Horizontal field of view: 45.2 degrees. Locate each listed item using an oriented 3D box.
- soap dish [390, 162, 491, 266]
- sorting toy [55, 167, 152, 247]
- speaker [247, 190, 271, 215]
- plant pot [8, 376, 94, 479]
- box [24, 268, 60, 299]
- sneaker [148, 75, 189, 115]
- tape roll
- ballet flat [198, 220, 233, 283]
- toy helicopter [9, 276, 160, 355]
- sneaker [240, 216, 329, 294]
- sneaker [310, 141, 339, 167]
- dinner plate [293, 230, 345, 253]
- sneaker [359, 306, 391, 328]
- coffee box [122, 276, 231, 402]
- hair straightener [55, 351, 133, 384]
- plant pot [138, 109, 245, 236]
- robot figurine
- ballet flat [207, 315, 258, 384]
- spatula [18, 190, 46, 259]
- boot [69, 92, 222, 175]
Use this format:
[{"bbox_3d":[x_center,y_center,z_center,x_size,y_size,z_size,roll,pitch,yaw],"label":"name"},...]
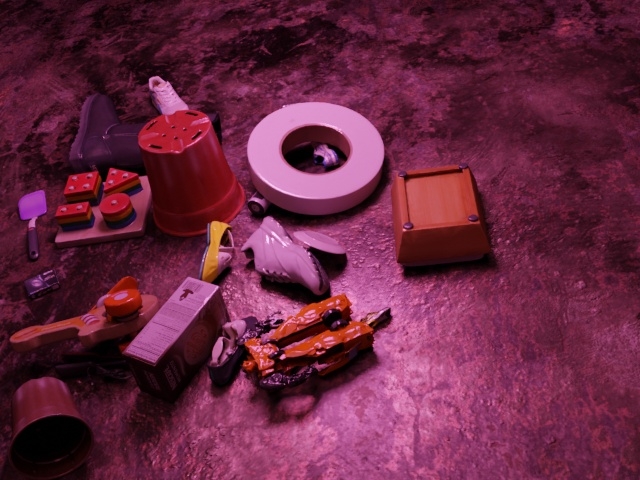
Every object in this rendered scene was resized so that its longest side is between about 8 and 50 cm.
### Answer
[{"bbox_3d":[0.295,-0.071,1.935,0.228,0.118,0.291,-6,41,7],"label":"soap dish"},{"bbox_3d":[-0.628,-0.112,2.225,0.255,0.089,0.257,-8,41,5],"label":"sorting toy"},{"bbox_3d":[-0.149,-0.132,2.158,0.055,0.055,0.136,12,46,25],"label":"speaker"},{"bbox_3d":[-0.576,0.384,1.620,0.166,0.167,0.165,-25,35,-14],"label":"plant pot"},{"bbox_3d":[-0.741,0.117,2.051,0.083,0.018,0.067,-24,43,-13],"label":"box"},{"bbox_3d":[-0.521,-0.479,2.605,0.087,0.092,0.228,-30,46,-22],"label":"sneaker"},{"bbox_3d":[-0.014,-0.238,2.165,0.391,0.072,0.392,1,51,-1],"label":"tape roll"},{"bbox_3d":[-0.266,0.031,1.996,0.077,0.077,0.231,6,40,-5],"label":"ballet flat"},{"bbox_3d":[-0.555,0.191,1.822,0.354,0.140,0.235,-14,21,0],"label":"toy helicopter"},{"bbox_3d":[-0.086,0.061,1.913,0.129,0.111,0.297,-44,45,-8],"label":"sneaker"},{"bbox_3d":[0.000,-0.258,2.266,0.058,0.052,0.135,-29,44,-13],"label":"sneaker"},{"bbox_3d":[0.000,0.000,1.939,0.141,0.017,0.141,19,11,-4],"label":"dinner plate"},{"bbox_3d":[0.125,0.174,1.769,0.083,0.031,0.035,-32,44,-21],"label":"sneaker"},{"bbox_3d":[-0.318,0.222,1.742,0.098,0.141,0.246,15,49,27],"label":"coffee box"},{"bbox_3d":[-0.505,0.304,1.776,0.230,0.047,0.089,1,43,9],"label":"hair straightener"},{"bbox_3d":[-0.369,-0.198,2.125,0.272,0.265,0.272,-7,41,6],"label":"plant pot"},{"bbox_3d":[-0.038,0.233,1.703,0.290,0.085,0.211,-24,42,-14],"label":"robot figurine"},{"bbox_3d":[-0.202,0.232,1.750,0.074,0.074,0.203,7,45,21],"label":"ballet flat"},{"bbox_3d":[-0.840,-0.042,2.243,0.084,0.030,0.296,-18,42,-5],"label":"spatula"},{"bbox_3d":[-0.531,-0.356,2.428,0.444,0.146,0.367,-9,49,8],"label":"boot"}]
